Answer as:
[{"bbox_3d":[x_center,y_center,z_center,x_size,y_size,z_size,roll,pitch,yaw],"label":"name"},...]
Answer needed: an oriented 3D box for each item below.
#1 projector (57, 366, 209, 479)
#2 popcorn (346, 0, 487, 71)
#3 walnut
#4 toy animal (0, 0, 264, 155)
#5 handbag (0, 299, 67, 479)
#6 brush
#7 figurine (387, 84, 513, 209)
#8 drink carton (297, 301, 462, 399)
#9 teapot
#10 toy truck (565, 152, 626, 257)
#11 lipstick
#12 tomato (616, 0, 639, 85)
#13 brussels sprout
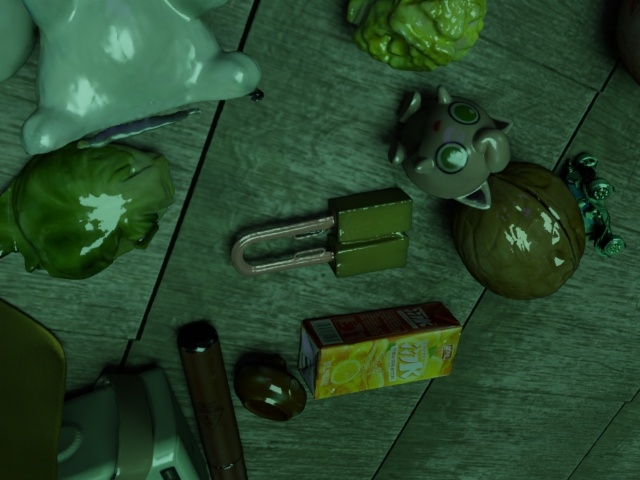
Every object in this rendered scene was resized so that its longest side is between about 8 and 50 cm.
[{"bbox_3d":[-0.249,0.289,0.827,0.178,0.163,0.242,-19,129,-12],"label":"projector"},{"bbox_3d":[0.099,-0.237,0.662,0.126,0.145,0.126,7,109,-19],"label":"popcorn"},{"bbox_3d":[0.260,-0.012,0.858,0.167,0.167,0.207,-36,128,1],"label":"walnut"},{"bbox_3d":[-0.177,-0.222,0.543,0.249,0.174,0.289,-1,112,-26],"label":"toy animal"},{"bbox_3d":[-0.418,0.129,0.581,0.133,0.283,0.401,-37,128,6],"label":"handbag"},{"bbox_3d":[0.000,0.000,0.826,0.234,0.047,0.103,-10,123,-16],"label":"brush"},{"bbox_3d":[0.155,-0.112,0.771,0.138,0.125,0.125,20,112,-4],"label":"figurine"},{"bbox_3d":[0.086,0.157,0.941,0.223,0.071,0.096,-6,121,-21],"label":"drink carton"},{"bbox_3d":[-0.065,0.203,0.910,0.098,0.078,0.129,-3,144,28],"label":"teapot"},{"bbox_3d":[0.385,-0.042,0.946,0.078,0.080,0.154,-20,128,16],"label":"toy truck"},{"bbox_3d":[-0.144,0.267,0.920,0.057,0.057,0.356,-14,124,-14],"label":"lipstick"},{"bbox_3d":[0.501,-0.273,0.758,0.271,0.227,0.270,-11,126,-16],"label":"tomato"},{"bbox_3d":[-0.244,-0.033,0.676,0.181,0.100,0.139,-19,110,10],"label":"brussels sprout"}]
